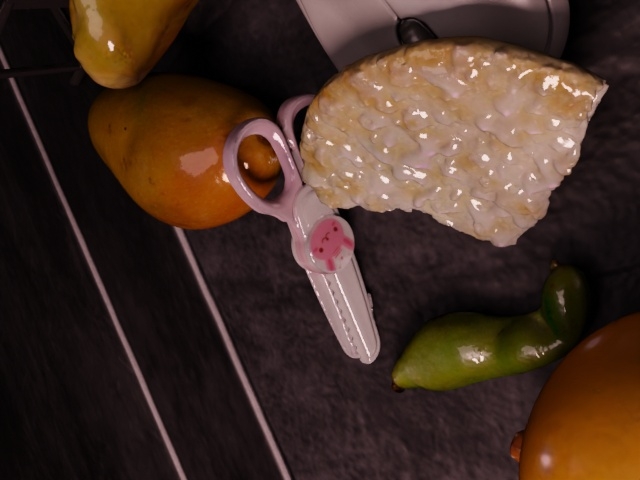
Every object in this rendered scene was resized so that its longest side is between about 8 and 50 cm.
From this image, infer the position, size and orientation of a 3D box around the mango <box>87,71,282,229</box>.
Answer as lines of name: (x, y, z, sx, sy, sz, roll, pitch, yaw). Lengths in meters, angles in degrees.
mango: (-0.137, -0.086, 0.790, 0.253, 0.113, 0.138, 19, 109, 39)

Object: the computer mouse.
computer mouse: (0.049, -0.217, 0.598, 0.184, 0.121, 0.297, -25, 85, 40)

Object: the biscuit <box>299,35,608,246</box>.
biscuit: (0.089, -0.064, 0.603, 0.265, 0.040, 0.188, -13, 134, 46)

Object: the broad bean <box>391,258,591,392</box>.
broad bean: (0.125, 0.082, 0.667, 0.213, 0.048, 0.070, -35, 80, 39)

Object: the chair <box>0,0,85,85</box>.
chair: (-0.275, -0.274, 0.826, 0.141, 0.154, 0.260, 56, 131, 12)

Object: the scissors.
scissors: (0.000, 0.000, 0.725, 0.030, 0.118, 0.242, 3, 119, 52)

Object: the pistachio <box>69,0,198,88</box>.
pistachio: (-0.159, -0.228, 0.752, 0.100, 0.110, 0.189, 32, 96, -14)

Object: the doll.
doll: (0.202, 0.150, 0.533, 0.236, 0.213, 0.213, -13, 94, 53)
